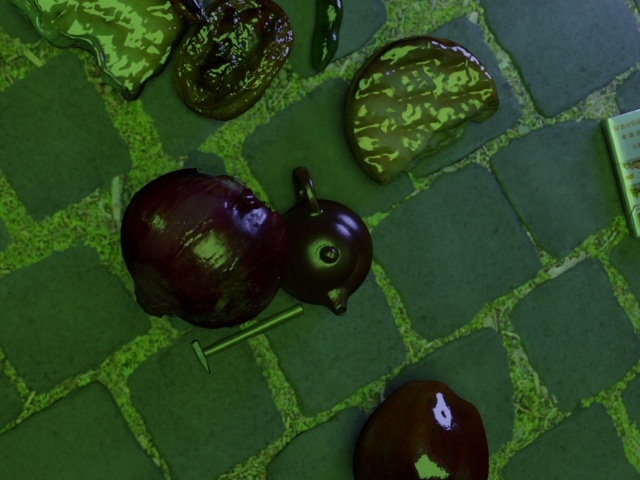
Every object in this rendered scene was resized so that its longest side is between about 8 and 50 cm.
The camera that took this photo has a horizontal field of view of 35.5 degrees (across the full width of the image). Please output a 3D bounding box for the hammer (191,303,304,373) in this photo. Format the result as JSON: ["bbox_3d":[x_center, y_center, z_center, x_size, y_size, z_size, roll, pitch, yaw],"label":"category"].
[{"bbox_3d":[-0.118,0.160,1.702,0.198,0.013,0.062,-24,97,-7],"label":"hammer"}]

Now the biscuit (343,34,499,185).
[{"bbox_3d":[0.159,-0.235,1.692,0.274,0.091,0.213,-27,100,-6],"label":"biscuit"}]

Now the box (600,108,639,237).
[{"bbox_3d":[0.589,-0.127,1.801,0.122,0.032,0.221,-17,96,-9],"label":"box"}]

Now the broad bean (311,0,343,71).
[{"bbox_3d":[0.003,-0.398,1.683,0.069,0.039,0.227,-10,94,-16],"label":"broad bean"}]

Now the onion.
[{"bbox_3d":[-0.183,0.016,1.553,0.276,0.276,0.276,0,93,-10],"label":"onion"}]

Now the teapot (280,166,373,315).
[{"bbox_3d":[0.000,0.000,1.655,0.178,0.135,0.252,-16,96,-13],"label":"teapot"}]

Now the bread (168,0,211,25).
[{"bbox_3d":[-0.241,-0.460,1.559,0.139,0.095,0.269,-45,109,-13],"label":"bread"}]

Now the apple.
[{"bbox_3d":[0.175,0.357,1.668,0.233,0.234,0.234,0,93,-10],"label":"apple"}]

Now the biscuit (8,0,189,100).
[{"bbox_3d":[-0.360,-0.386,1.605,0.329,0.078,0.335,-10,95,-12],"label":"biscuit"}]

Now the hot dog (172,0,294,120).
[{"bbox_3d":[-0.140,-0.305,1.634,0.160,0.099,0.227,30,84,-1],"label":"hot dog"}]
